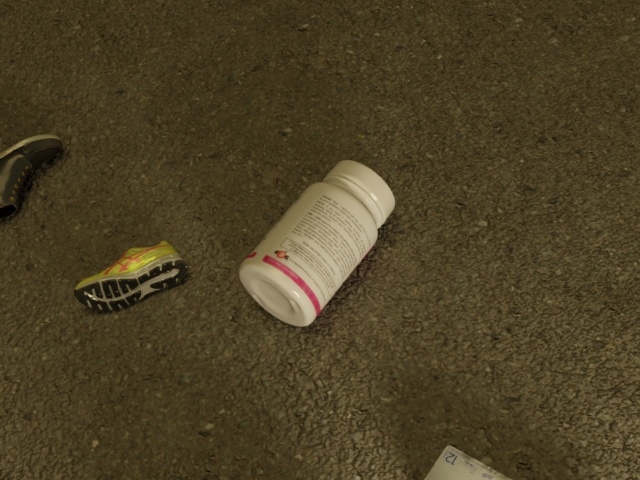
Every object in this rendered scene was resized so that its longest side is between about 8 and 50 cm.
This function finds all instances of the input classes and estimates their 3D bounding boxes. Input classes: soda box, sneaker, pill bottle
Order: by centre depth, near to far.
[{"bbox_3d":[0.285,0.418,1.536,0.286,0.098,0.091,26,61,26],"label":"soda box"},{"bbox_3d":[0.000,0.000,1.863,0.160,0.160,0.283,27,63,27],"label":"pill bottle"},{"bbox_3d":[-0.354,0.061,1.946,0.208,0.081,0.094,-18,45,-11],"label":"sneaker"},{"bbox_3d":[-0.607,-0.125,2.139,0.222,0.083,0.118,-30,72,-20],"label":"sneaker"}]
